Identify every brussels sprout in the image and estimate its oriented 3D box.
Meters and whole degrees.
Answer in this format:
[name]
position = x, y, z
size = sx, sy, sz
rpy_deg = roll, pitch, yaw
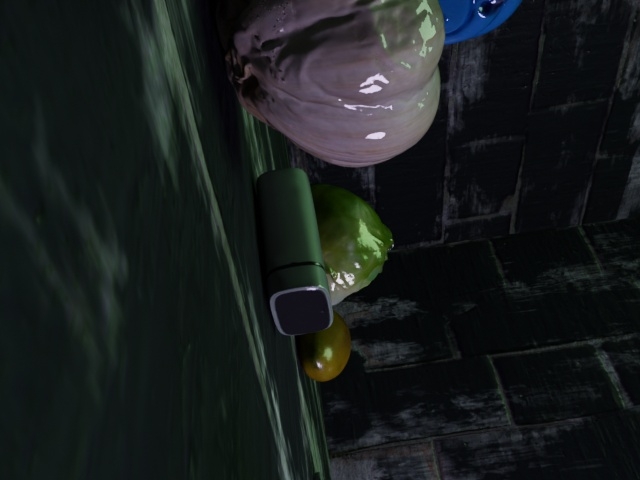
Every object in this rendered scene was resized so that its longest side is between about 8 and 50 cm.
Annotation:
[brussels sprout]
position = 0.000, -0.004, 0.855
size = 0.122, 0.151, 0.149
rpy_deg = 50, 44, -28

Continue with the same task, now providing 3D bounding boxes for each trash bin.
[trash bin]
position = -0.027, 0.013, 0.692
size = 0.116, 0.059, 0.130
rpy_deg = 85, -4, -62

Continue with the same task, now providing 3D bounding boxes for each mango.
[mango]
position = 0.003, 0.179, 1.172
size = 0.163, 0.089, 0.111
rpy_deg = -79, 152, -60

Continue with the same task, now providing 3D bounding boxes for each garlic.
[garlic]
position = 0.000, -0.159, 0.522
size = 0.228, 0.152, 0.228
rpy_deg = 158, -90, -84

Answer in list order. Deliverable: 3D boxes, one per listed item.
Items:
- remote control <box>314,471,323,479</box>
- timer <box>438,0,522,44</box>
[remote control]
position = 0.009, 0.450, 1.155
size = 0.050, 0.027, 0.184
rpy_deg = -101, 178, -51
[timer]
position = 0.040, -0.319, 0.565
size = 0.115, 0.309, 0.340
rpy_deg = -59, 162, -25
